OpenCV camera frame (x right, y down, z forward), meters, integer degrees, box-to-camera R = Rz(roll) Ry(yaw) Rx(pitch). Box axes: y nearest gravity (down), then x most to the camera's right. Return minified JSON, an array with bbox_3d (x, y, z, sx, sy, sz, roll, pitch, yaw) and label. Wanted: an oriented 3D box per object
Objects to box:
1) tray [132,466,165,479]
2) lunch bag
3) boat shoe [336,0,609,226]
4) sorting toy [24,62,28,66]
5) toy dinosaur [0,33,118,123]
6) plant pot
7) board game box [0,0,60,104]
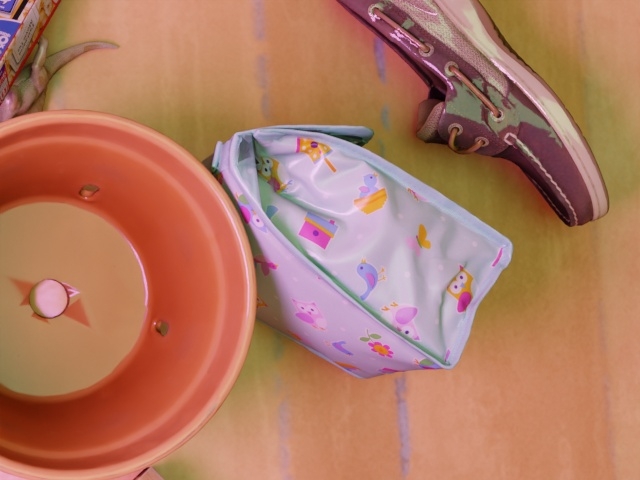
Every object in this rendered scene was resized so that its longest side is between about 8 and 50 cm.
[{"bbox_3d":[-0.085,0.420,1.228,0.203,0.076,0.411,-44,92,-16],"label":"tray"},{"bbox_3d":[0.000,0.000,1.232,0.262,0.223,0.160,34,72,-11],"label":"lunch bag"},{"bbox_3d":[0.143,-0.136,1.350,0.123,0.123,0.342,-39,99,-2],"label":"boat shoe"},{"bbox_3d":[-0.372,-0.132,1.211,0.196,0.047,0.348,36,77,-13],"label":"sorting toy"},{"bbox_3d":[-0.259,-0.145,1.231,0.053,0.093,0.183,17,56,26],"label":"toy dinosaur"},{"bbox_3d":[-0.218,0.049,1.169,0.291,0.203,0.291,1,86,-18],"label":"plant pot"},{"bbox_3d":[-0.302,-0.216,1.182,0.146,0.045,0.193,19,60,7],"label":"board game box"}]
